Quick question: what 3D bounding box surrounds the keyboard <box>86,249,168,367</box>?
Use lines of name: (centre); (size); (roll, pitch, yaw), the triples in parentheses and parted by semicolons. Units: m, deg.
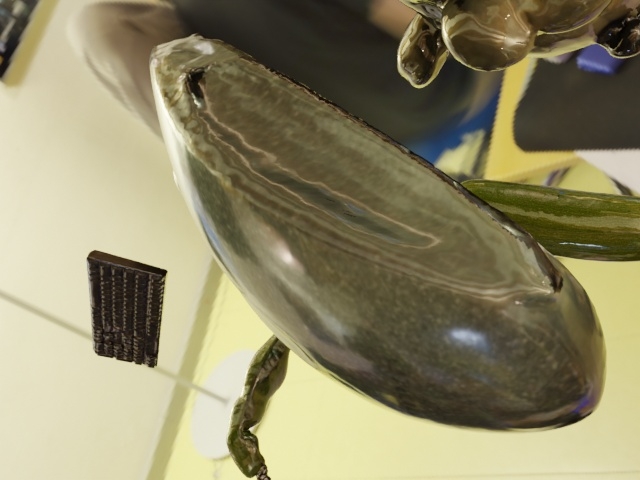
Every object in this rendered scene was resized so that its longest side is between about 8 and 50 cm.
keyboard: (-0.160, 0.062, 0.780); (0.204, 0.061, 0.013); (113, 170, -61)

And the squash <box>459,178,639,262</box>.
squash: (0.238, -0.015, 0.879); (0.252, 0.066, 0.066); (8, 66, 20)

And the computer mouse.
computer mouse: (-0.003, 0.001, 0.569); (0.114, 0.203, 0.374); (-47, 51, -10)

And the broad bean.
broad bean: (-0.072, 0.186, 1.103); (0.046, 0.061, 0.195); (-39, 37, 56)

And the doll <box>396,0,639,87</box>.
doll: (0.153, -0.314, 0.759); (0.252, 0.378, 0.382); (-15, 10, 29)
